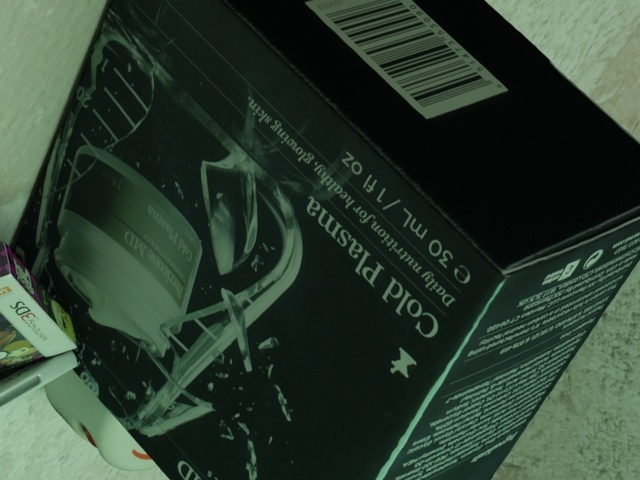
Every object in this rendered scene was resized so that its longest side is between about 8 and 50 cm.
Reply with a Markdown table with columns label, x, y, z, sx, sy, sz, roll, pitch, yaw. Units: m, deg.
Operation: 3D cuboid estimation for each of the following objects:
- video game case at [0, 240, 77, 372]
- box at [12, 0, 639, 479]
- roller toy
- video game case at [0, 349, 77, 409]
| label | x | y | z | sx | sy | sz | roll | pitch | yaw |
| --- | --- | --- | --- | --- | --- | --- | --- | --- | --- |
| video game case | -0.364 | 0.088 | 1.780 | 0.232 | 0.042 | 0.210 | -18 | 156 | 2 |
| box | 0.000 | 0.000 | 1.828 | 0.297 | 0.480 | 0.471 | -22 | 148 | -44 |
| roller toy | -0.211 | 0.151 | 2.179 | 0.209 | 0.146 | 0.191 | -12 | 132 | -47 |
| video game case | -0.358 | 0.149 | 1.898 | 0.173 | 0.022 | 0.190 | -30 | -162 | -35 |
